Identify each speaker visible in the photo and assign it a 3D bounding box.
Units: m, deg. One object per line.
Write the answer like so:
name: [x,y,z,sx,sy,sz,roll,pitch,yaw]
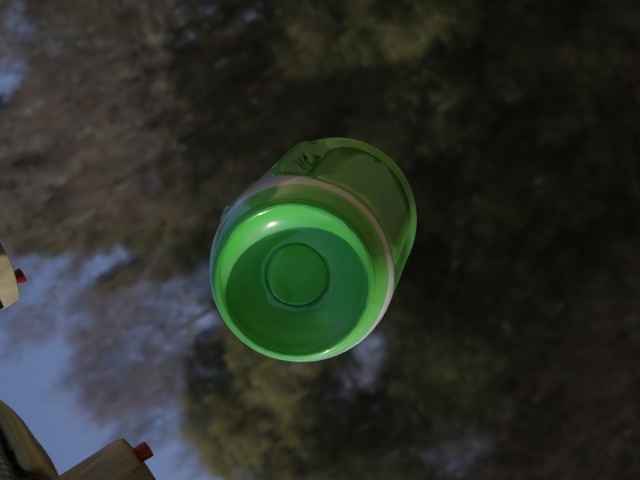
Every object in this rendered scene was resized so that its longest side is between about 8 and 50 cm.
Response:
speaker: [0.000,0.000,1.326,0.131,0.131,0.296,57,-169,-5]

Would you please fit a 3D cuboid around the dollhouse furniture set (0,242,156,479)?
dollhouse furniture set: [-0.142,0.042,0.571,0.129,0.129,0.184,52,167,29]
